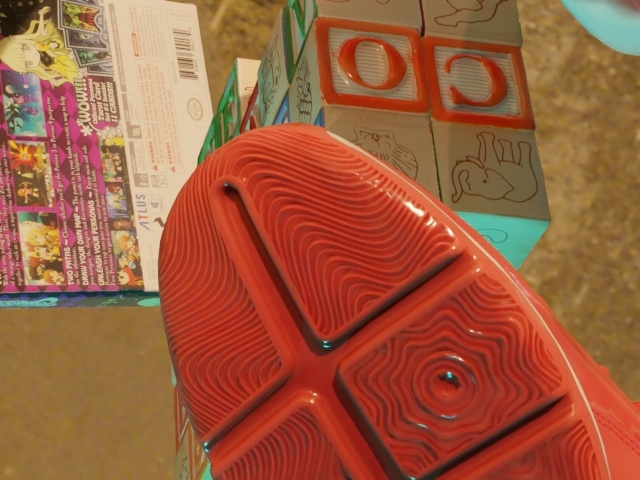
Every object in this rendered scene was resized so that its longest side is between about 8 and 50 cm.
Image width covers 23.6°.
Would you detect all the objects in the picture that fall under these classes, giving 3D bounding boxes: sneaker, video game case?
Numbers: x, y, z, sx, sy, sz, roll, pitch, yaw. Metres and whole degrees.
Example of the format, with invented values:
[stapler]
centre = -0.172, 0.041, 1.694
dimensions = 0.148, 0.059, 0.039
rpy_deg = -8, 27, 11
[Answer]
[sneaker]
centre = 0.053, 0.058, 0.383
dimensions = 0.087, 0.221, 0.128
rpy_deg = -34, -175, 19
[video game case]
centre = -0.168, -0.066, 1.078
dimensions = 0.210, 0.042, 0.232
rpy_deg = 0, 72, -35

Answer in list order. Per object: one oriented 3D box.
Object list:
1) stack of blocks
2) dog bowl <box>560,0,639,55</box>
[stack of blocks]
centre = 0.000, 0.000, 0.701
dimensions = 0.087, 0.171, 0.297
rpy_deg = 5, 146, -15
[dog bowl]
centre = 0.112, -0.187, 0.405
dimensions = 0.265, 0.104, 0.264
rpy_deg = 24, 63, -59
